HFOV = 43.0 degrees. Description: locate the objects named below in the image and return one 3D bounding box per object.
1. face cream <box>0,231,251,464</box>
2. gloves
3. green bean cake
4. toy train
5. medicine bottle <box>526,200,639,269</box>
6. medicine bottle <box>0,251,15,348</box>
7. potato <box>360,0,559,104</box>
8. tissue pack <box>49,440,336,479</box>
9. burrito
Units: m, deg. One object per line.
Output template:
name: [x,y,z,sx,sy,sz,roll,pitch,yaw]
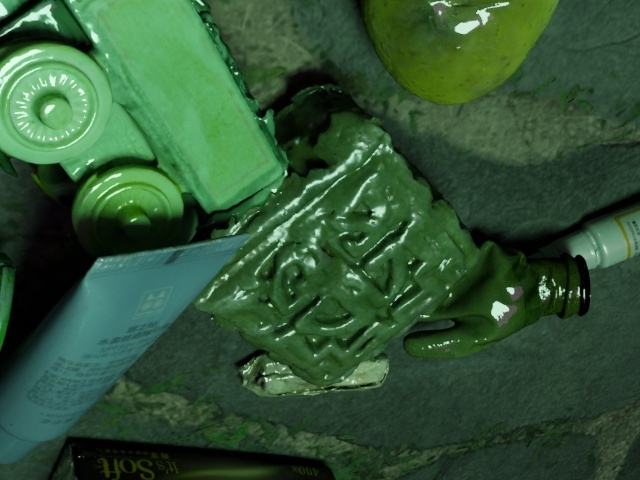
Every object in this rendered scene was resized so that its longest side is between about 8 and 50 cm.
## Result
face cream: [-0.211,0.099,0.700,0.135,0.086,0.385,-10,157,-46]
gloves: [0.173,0.066,0.925,0.268,0.107,0.135,-9,110,-9]
green bean cake: [0.000,0.000,0.790,0.241,0.132,0.255,-38,131,10]
toy train: [-0.156,-0.108,0.624,0.188,0.159,0.272,-37,131,-9]
medicine bottle: [0.348,0.008,1.000,0.220,0.061,0.092,-21,151,-3]
medicine bottle: [-0.390,0.038,0.631,0.274,0.133,0.133,12,118,-32]
potato: [0.117,-0.230,0.668,0.169,0.143,0.248,14,130,11]
tissue pack: [-0.148,0.379,0.947,0.370,0.210,0.198,14,123,-33]
burrito: [-0.007,0.155,0.950,0.188,0.045,0.058,2,97,-23]
